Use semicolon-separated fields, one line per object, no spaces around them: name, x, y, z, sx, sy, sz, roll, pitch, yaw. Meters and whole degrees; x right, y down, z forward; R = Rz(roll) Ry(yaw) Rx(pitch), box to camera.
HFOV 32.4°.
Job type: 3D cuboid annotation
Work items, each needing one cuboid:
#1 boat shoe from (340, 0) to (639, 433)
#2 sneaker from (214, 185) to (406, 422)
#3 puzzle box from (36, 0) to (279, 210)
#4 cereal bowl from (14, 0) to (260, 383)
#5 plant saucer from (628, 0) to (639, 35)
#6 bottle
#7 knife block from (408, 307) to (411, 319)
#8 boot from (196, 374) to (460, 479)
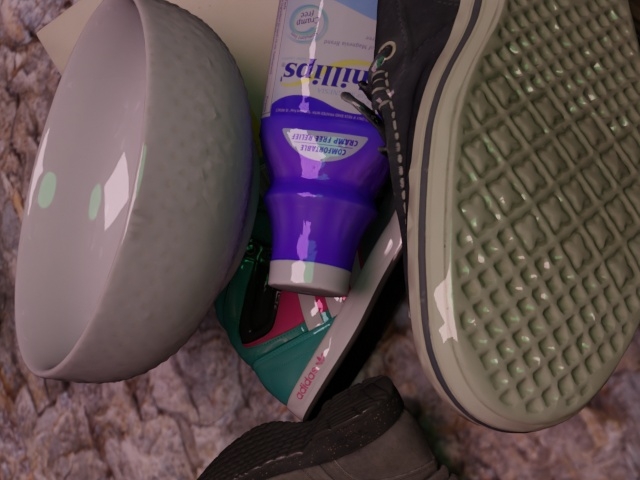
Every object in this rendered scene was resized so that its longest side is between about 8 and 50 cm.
boat shoe;0.117;-0.092;0.759;0.156;0.187;0.500;-39;37;46
sneaker;0.000;0.000;1.011;0.178;0.124;0.295;35;102;18
puzzle box;-0.049;-0.185;1.045;0.409;0.052;0.272;-27;97;25
cereal bowl;-0.149;-0.036;0.955;0.339;0.141;0.339;-37;46;51
plant saucer;0.334;-0.273;0.850;0.278;0.041;0.277;-1;84;13
bottle;0.009;-0.096;0.911;0.118;0.092;0.282;8;81;7
knife block;0.185;0.001;0.834;0.242;0.275;0.088;-10;75;0
boot;0.010;0.231;0.962;0.246;0.083;0.161;-28;105;29
